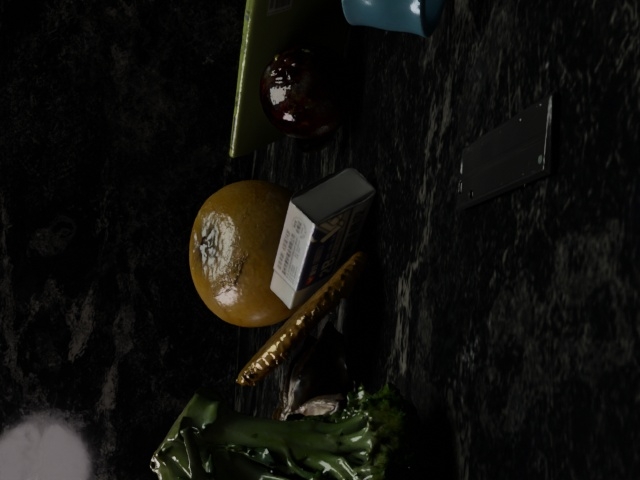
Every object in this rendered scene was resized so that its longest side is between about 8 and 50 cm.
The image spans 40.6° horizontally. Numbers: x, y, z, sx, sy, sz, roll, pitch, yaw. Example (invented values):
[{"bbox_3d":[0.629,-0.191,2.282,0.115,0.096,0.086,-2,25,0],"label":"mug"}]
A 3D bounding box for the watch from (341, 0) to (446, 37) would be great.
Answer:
[{"bbox_3d":[0.089,-0.315,0.881,0.193,0.211,0.211,76,-168,-61],"label":"watch"}]

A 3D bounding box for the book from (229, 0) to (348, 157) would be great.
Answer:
[{"bbox_3d":[-0.050,-0.319,1.504,0.035,0.239,0.352,41,140,25],"label":"book"}]

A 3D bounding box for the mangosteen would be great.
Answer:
[{"bbox_3d":[-0.015,-0.235,1.438,0.172,0.172,0.184,-97,-12,-50],"label":"mangosteen"}]

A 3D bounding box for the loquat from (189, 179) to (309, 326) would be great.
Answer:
[{"bbox_3d":[-0.114,0.024,1.547,0.263,0.263,0.263,-175,90,-80],"label":"loquat"}]

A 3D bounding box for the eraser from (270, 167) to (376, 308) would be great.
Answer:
[{"bbox_3d":[0.000,0.000,1.276,0.068,0.124,0.210,44,145,22],"label":"eraser"}]

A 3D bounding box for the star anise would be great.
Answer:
[{"bbox_3d":[-0.005,0.277,1.193,0.331,0.117,0.332,-167,90,-82],"label":"star anise"}]

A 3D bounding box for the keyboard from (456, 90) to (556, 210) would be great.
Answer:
[{"bbox_3d":[0.157,-0.070,0.754,0.202,0.011,0.067,149,128,-78],"label":"keyboard"}]

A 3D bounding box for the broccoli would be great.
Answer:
[{"bbox_3d":[-0.034,0.268,0.874,0.321,0.283,0.304,-55,3,-39],"label":"broccoli"}]

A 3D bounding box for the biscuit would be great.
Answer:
[{"bbox_3d":[-0.019,0.111,1.209,0.254,0.035,0.254,-46,0,0],"label":"biscuit"}]
